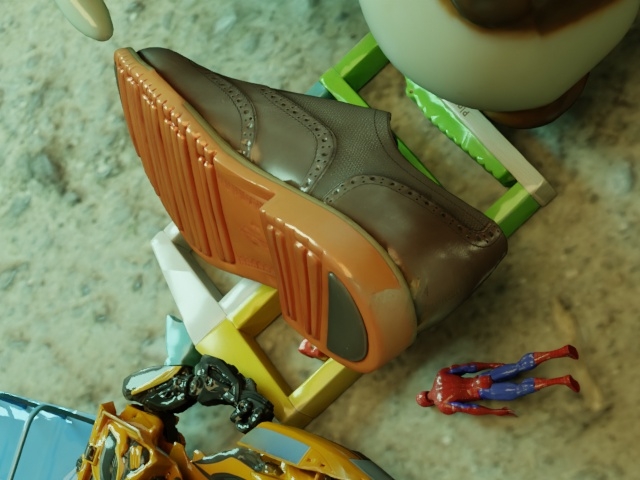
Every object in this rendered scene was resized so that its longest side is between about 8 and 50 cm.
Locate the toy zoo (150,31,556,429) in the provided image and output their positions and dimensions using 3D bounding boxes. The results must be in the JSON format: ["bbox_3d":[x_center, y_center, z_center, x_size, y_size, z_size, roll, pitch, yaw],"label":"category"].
[{"bbox_3d":[0.000,0.000,1.042,0.293,0.030,0.192,-44,59,7],"label":"toy zoo"}]

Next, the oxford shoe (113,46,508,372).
[{"bbox_3d":[-0.022,-0.046,1.004,0.133,0.130,0.364,-29,48,-23],"label":"oxford shoe"}]

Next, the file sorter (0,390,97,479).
[{"bbox_3d":[-0.259,0.164,1.070,0.170,0.104,0.118,9,76,29],"label":"file sorter"}]

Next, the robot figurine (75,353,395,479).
[{"bbox_3d":[-0.058,0.197,0.960,0.291,0.085,0.211,18,91,29],"label":"robot figurine"}]

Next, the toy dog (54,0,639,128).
[{"bbox_3d":[0.035,-0.252,0.956,0.408,0.284,0.395,36,72,24],"label":"toy dog"}]

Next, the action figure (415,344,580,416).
[{"bbox_3d":[0.115,0.096,0.953,0.115,0.030,0.038,-13,61,27],"label":"action figure"}]
